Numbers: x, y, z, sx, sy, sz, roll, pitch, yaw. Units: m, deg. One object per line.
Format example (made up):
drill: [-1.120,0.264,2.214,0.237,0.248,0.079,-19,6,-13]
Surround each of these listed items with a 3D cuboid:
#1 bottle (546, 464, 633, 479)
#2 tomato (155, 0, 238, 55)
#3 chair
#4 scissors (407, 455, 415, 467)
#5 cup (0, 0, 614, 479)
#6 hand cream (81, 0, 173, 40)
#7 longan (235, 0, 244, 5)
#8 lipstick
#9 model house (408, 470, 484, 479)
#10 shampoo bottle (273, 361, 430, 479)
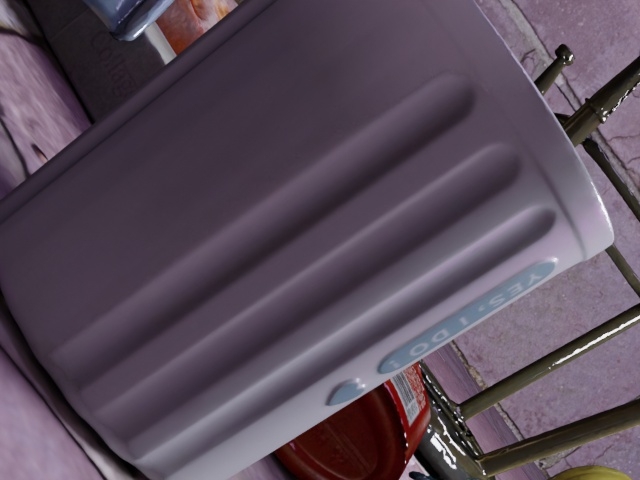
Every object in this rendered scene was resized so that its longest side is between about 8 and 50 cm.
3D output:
bottle: [0.354,0.421,1.250,0.171,0.171,0.351,53,8,-22]
tomato: [-0.132,-0.182,0.987,0.228,0.112,0.199,53,13,-28]
chair: [0.240,0.049,1.202,0.364,0.410,0.362,54,4,-8]
scissors: [0.046,0.163,0.928,0.100,0.015,0.189,54,7,4]
cup: [0.003,0.006,0.461,0.221,0.202,0.167,52,6,-33]
hand cream: [-0.202,-0.239,0.737,0.256,0.088,0.055,38,-33,-2]
longan: [-0.098,-0.309,1.350,0.300,0.243,0.300,163,-90,-87]
lipstick: [-0.128,-0.107,0.765,0.317,0.066,0.068,57,8,25]
model house: [0.114,0.210,0.612,0.148,0.148,0.119,11,-10,-37]
shampoo bottle: [0.023,0.100,0.746,0.118,0.076,0.314,47,4,8]
